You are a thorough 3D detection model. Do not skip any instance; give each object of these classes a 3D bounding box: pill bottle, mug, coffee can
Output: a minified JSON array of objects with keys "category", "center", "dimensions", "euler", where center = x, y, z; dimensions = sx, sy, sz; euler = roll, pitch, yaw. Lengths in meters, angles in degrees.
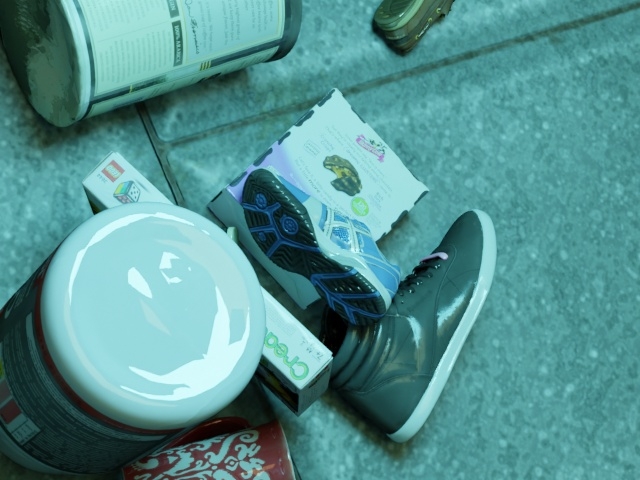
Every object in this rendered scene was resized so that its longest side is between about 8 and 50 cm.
[{"category":"pill bottle","center":[-0.209,0.111,1.745],"dimensions":[0.210,0.363,0.210],"euler":[8,70,-22]},{"category":"mug","center":[-0.118,0.255,1.886],"dimensions":[0.169,0.150,0.113],"euler":[-11,95,-9]},{"category":"coffee can","center":[-0.188,-0.257,1.973],"dimensions":[0.275,0.201,0.202],"euler":[-21,82,-29]}]

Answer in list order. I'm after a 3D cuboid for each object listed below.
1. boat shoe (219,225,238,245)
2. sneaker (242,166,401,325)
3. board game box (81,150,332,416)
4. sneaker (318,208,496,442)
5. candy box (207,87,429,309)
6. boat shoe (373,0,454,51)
[{"category":"boat shoe","center":[-0.113,0.050,1.996],"dimensions":[0.042,0.049,0.133],"euler":[-2,81,10]},{"category":"sneaker","center":[0.000,0.000,1.972],"dimensions":[0.211,0.080,0.081],"euler":[46,41,-1]},{"category":"board game box","center":[-0.114,0.049,1.870],"dimensions":[0.305,0.193,0.053],"euler":[43,79,9]},{"category":"sneaker","center":[0.093,0.065,2.044],"dimensions":[0.147,0.104,0.296],"euler":[32,67,-17]},{"category":"candy box","center":[-0.001,-0.048,2.062],"dimensions":[0.165,0.070,0.196],"euler":[47,61,-3]},{"category":"boat shoe","center":[0.133,-0.301,2.221],"dimensions":[0.178,0.064,0.060],"euler":[-50,127,-28]}]
